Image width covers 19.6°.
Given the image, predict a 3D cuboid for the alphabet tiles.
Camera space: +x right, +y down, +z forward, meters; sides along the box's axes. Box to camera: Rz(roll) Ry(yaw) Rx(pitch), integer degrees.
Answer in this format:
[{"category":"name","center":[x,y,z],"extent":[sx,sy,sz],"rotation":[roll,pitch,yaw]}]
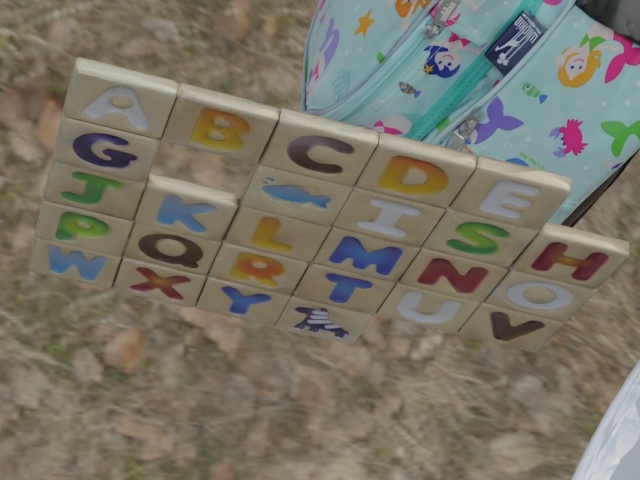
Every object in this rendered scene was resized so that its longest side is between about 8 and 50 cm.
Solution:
[{"category":"alphabet tiles","center":[0.000,0.000,0.793],"extent":[0.237,0.198,0.009],"rotation":[14,64,-8]}]

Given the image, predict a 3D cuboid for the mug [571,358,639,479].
[{"category":"mug","center":[0.295,0.224,0.877],"extent":[0.328,0.276,0.374],"rotation":[30,61,-10]}]

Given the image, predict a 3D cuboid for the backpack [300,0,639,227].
[{"category":"backpack","center":[0.094,-0.098,1.059],"extent":[0.191,0.225,0.253],"rotation":[23,122,-14]}]
